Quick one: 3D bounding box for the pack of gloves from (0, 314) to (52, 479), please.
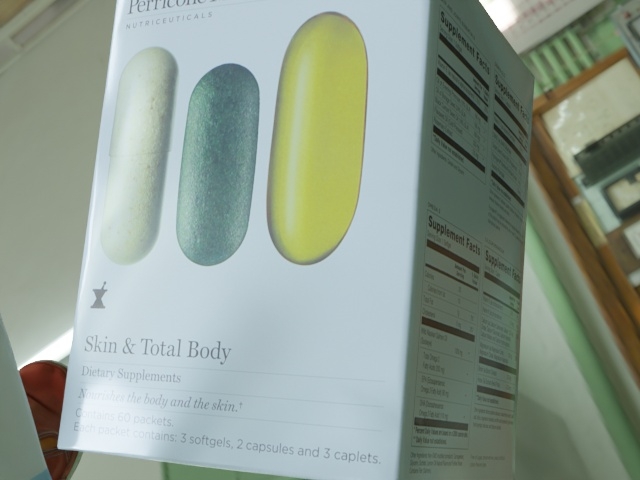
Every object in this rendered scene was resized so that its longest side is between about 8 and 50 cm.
[{"bbox_3d":[-0.197,0.164,0.426,0.195,0.046,0.232,-36,-54,-39],"label":"pack of gloves"}]

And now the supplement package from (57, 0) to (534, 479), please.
[{"bbox_3d":[0.000,0.000,0.573,0.198,0.199,0.263,25,-112,-61],"label":"supplement package"}]

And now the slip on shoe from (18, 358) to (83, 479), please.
[{"bbox_3d":[-0.333,0.231,1.063,0.331,0.123,0.101,-86,-5,-60],"label":"slip on shoe"}]
